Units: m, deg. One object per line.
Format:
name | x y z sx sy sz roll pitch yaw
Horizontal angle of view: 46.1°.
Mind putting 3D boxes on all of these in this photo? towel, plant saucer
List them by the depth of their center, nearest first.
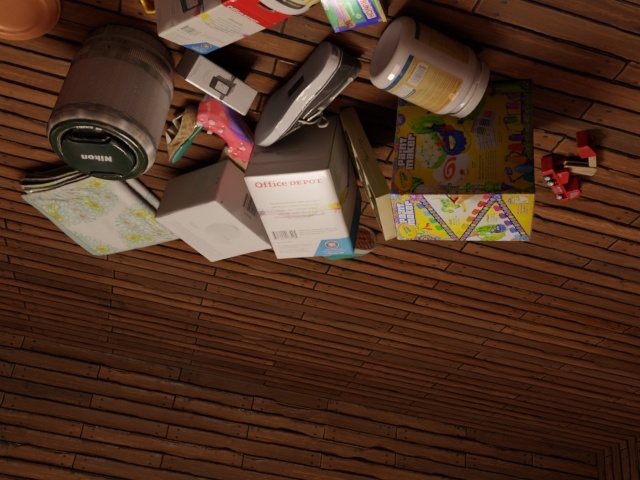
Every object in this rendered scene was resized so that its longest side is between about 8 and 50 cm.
plant saucer | -0.618 -0.467 1.488 0.199 0.037 0.200 -6 149 -4
towel | -0.613 -0.085 2.121 0.320 0.090 0.374 -8 146 26

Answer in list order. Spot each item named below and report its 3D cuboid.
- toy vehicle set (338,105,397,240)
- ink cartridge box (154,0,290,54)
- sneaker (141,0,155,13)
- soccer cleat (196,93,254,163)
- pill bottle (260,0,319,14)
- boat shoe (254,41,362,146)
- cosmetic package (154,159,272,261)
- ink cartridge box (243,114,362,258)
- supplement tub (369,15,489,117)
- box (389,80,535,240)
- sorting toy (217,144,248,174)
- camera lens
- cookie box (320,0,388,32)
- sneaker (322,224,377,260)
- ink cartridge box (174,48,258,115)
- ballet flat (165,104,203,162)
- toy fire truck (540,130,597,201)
toy vehicle set | 0.109 -0.151 1.675 0.035 0.267 0.166 -20 145 0
ink cartridge box | -0.179 -0.435 1.401 0.231 0.078 0.134 -13 169 31
sneaker | -0.334 -0.497 1.388 0.064 0.067 0.175 -4 146 22
soccer cleat | -0.196 -0.258 1.747 0.083 0.095 0.248 4 160 32
pill bottle | 0.025 -0.512 1.160 0.188 0.188 0.334 30 143 -32
boat shoe | -0.030 -0.296 1.613 0.105 0.113 0.306 20 132 -31
cosmetic package | -0.262 -0.071 1.952 0.224 0.138 0.224 -14 140 35
ink cartridge box | -0.032 -0.122 1.765 0.198 0.197 0.270 -3 136 16
supplement tub | 0.211 -0.331 1.459 0.199 0.144 0.144 20 147 -19
box | 0.298 -0.166 1.572 0.279 0.290 0.177 1 149 12
sorting toy | -0.169 -0.162 1.944 0.208 0.038 0.193 21 147 -12
camera lens | -0.430 -0.280 1.569 0.219 0.274 0.219 6 149 4
cookie box | 0.063 -0.444 1.407 0.107 0.040 0.092 -7 146 22
sneaker | 0.000 0.000 2.087 0.302 0.108 0.121 14 150 -21
ink cartridge box | -0.219 -0.335 1.584 0.150 0.063 0.109 28 -172 -31
ballet flat | -0.330 -0.260 1.801 0.067 0.073 0.206 45 138 -6
toy fire truck | 0.586 -0.167 1.741 0.135 0.047 0.192 -14 143 31
